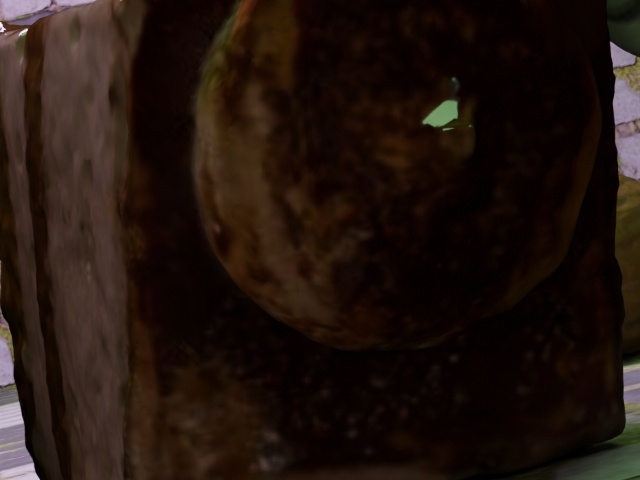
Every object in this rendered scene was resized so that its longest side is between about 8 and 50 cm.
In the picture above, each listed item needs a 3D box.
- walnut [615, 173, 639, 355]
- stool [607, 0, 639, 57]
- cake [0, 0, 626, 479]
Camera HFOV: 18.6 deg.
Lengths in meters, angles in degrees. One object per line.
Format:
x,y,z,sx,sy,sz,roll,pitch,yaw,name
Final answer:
0.138,0.014,1.028,0.105,0.105,0.124,-13,0,34,walnut
0.228,-0.065,0.728,0.195,0.195,0.198,-30,-12,25,stool
0.000,0.000,0.708,0.196,0.199,0.293,-5,4,-22,cake
